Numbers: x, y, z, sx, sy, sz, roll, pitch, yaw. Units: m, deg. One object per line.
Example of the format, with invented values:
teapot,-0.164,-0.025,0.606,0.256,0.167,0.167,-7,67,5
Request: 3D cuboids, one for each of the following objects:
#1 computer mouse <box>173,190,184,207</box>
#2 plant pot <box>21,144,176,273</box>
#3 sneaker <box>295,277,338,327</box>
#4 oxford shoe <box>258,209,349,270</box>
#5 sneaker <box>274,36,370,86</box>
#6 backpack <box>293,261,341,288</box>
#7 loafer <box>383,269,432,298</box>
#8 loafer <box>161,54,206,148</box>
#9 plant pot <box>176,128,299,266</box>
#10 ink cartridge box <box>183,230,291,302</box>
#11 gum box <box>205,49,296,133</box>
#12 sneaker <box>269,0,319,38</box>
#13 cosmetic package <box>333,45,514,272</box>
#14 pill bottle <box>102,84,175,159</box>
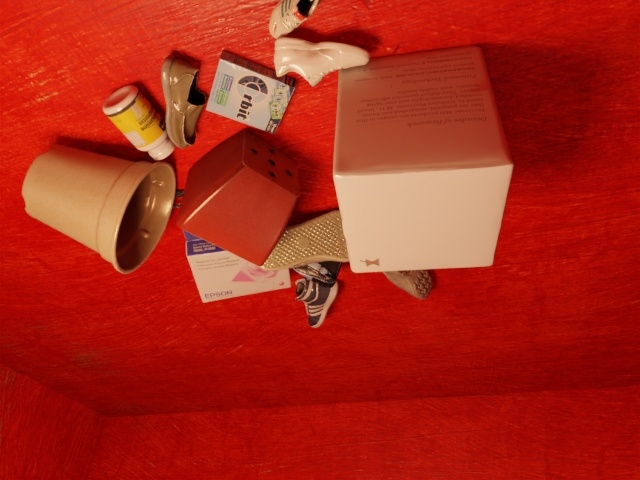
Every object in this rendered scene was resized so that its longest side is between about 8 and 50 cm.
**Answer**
computer mouse,-0.522,-0.133,1.494,0.242,0.041,0.071,-5,120,4
plant pot,-0.625,-0.113,1.323,0.306,0.333,0.333,20,141,1
sneaker,-0.043,0.243,1.866,0.153,0.099,0.282,10,135,-15
oxford shoe,0.000,0.000,1.504,0.450,0.169,0.130,-12,180,-9
sneaker,0.003,-0.392,1.050,0.212,0.080,0.094,5,102,2
backpack,-0.015,0.069,1.608,0.174,0.158,0.117,17,160,5
loafer,0.299,0.114,1.686,0.112,0.112,0.319,18,161,48
loafer,-0.334,-0.331,1.172,0.088,0.094,0.251,9,141,0
plant pot,-0.202,-0.138,1.294,0.267,0.267,0.236,29,123,-28
ink cartridge box,-0.274,0.062,1.598,0.324,0.071,0.330,-10,135,-5
gum box,-0.174,-0.360,1.164,0.185,0.041,0.157,17,140,-17
sneaker,-0.056,-0.475,0.980,0.057,0.075,0.161,32,134,-31
cosmetic package,0.213,-0.178,1.076,0.328,0.393,0.329,-3,142,9
pill bottle,-0.461,-0.299,1.217,0.103,0.103,0.184,-13,139,20
